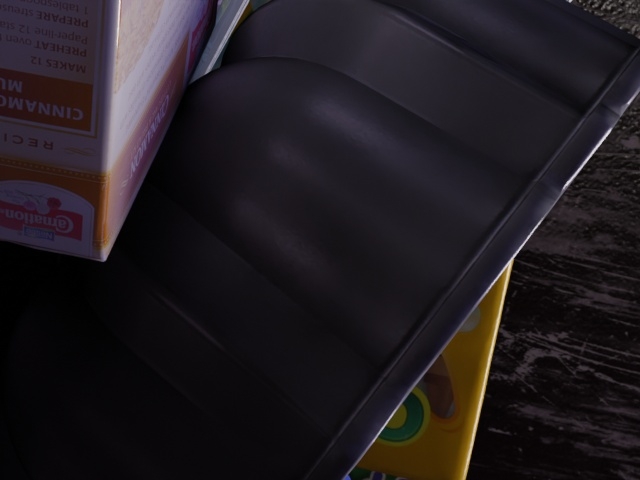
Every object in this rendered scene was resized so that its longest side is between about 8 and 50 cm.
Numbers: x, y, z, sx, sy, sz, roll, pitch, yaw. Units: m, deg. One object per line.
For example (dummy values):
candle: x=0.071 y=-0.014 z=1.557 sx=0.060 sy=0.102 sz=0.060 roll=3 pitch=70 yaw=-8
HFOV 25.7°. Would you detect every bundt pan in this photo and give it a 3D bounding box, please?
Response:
bundt pan: x=-0.014 y=0.020 z=0.548 sx=0.331 sy=0.124 sz=0.331 roll=-51 pitch=174 yaw=-8

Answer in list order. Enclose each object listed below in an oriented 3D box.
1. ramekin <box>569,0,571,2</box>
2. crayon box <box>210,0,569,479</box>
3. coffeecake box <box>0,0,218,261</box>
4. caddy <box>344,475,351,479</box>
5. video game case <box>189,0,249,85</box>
ramekin: x=0.080 y=-0.248 z=0.944 sx=0.277 sy=0.135 sz=0.277 roll=-38 pitch=-147 yaw=30
crayon box: x=0.000 y=0.000 z=0.750 sx=0.083 sy=0.203 sz=0.323 roll=-15 pitch=117 yaw=-86
coffeecake box: x=-0.063 y=-0.113 z=0.363 sx=0.142 sy=0.068 sz=0.185 roll=-76 pitch=177 yaw=-55
caddy: x=-0.018 y=0.159 z=1.086 sx=0.241 sy=0.179 sz=0.341 roll=175 pitch=-94 yaw=-81
video game case: x=-0.049 y=-0.114 z=0.596 sx=0.190 sy=0.022 sz=0.173 roll=-61 pitch=177 yaw=0
